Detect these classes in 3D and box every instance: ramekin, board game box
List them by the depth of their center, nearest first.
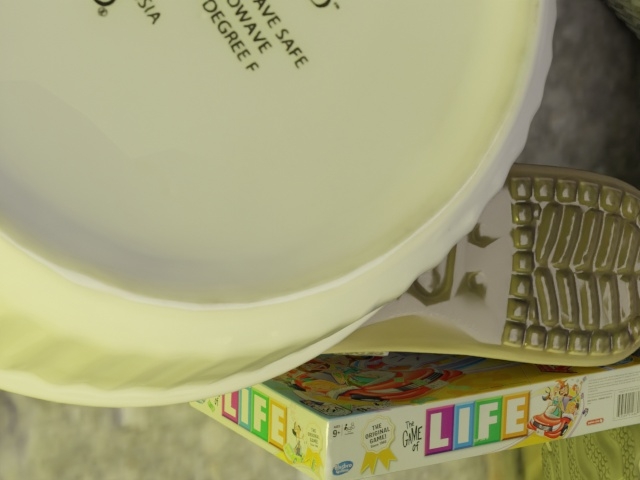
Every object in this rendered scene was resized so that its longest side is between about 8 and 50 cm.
[{"bbox_3d":[-0.051,-0.079,0.607,0.273,0.127,0.273,1,87,-18],"label":"ramekin"},{"bbox_3d":[0.039,0.057,0.767,0.154,0.103,0.026,-7,106,-32],"label":"board game box"}]

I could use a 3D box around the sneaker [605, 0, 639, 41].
[{"bbox_3d":[0.244,-0.134,0.823,0.210,0.137,0.366,-48,128,-5],"label":"sneaker"}]

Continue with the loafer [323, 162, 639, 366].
[{"bbox_3d":[0.000,0.000,0.738,0.268,0.092,0.102,13,83,-19],"label":"loafer"}]

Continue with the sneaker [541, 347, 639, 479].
[{"bbox_3d":[0.193,0.053,0.789,0.115,0.105,0.281,13,138,-26],"label":"sneaker"}]
